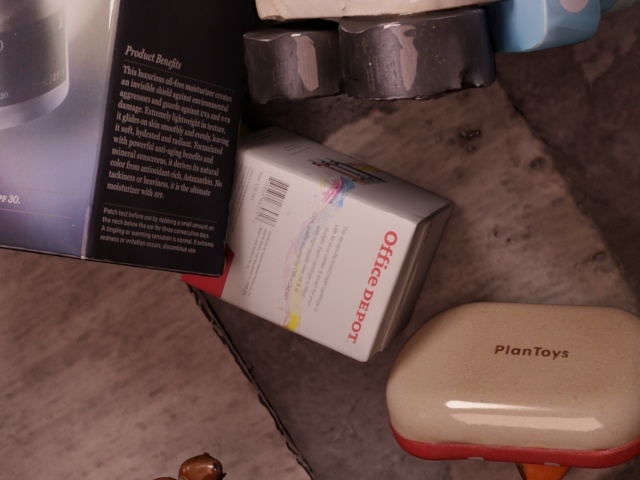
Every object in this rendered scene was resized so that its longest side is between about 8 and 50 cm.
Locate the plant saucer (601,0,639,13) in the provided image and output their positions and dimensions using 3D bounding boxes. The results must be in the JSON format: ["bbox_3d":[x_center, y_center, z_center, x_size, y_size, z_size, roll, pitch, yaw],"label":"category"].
[{"bbox_3d":[0.208,-0.273,1.366,0.195,0.037,0.195,4,103,18],"label":"plant saucer"}]

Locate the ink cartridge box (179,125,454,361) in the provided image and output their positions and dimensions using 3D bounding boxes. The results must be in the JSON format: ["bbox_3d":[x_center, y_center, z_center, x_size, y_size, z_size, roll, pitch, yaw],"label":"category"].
[{"bbox_3d":[0.000,0.000,1.444,0.176,0.127,0.128,24,107,14],"label":"ink cartridge box"}]

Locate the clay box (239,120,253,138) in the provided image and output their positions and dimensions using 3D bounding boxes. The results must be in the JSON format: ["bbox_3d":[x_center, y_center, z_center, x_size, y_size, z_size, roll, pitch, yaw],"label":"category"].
[{"bbox_3d":[-0.170,-0.117,1.518,0.222,0.053,0.127,46,112,4],"label":"clay box"}]

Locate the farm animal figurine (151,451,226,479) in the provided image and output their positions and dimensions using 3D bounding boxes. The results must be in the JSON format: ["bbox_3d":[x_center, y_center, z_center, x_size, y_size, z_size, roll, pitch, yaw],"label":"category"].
[{"bbox_3d":[-0.065,0.331,1.528,0.330,0.172,0.327,35,123,1],"label":"farm animal figurine"}]

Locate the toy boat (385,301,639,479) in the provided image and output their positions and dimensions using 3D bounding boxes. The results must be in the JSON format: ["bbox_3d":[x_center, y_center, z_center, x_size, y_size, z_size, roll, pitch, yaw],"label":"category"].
[{"bbox_3d":[0.171,0.143,1.429,0.231,0.151,0.151,2,131,18],"label":"toy boat"}]

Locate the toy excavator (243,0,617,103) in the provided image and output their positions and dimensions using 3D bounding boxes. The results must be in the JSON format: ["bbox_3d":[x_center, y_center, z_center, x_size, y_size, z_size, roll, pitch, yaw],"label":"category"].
[{"bbox_3d":[0.202,-0.243,1.252,0.433,0.445,0.222,9,110,60],"label":"toy excavator"}]

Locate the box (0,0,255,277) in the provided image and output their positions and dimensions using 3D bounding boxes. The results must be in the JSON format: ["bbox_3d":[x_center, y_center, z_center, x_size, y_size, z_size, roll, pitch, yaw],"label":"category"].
[{"bbox_3d":[-0.224,-0.136,1.387,0.296,0.182,0.294,6,87,34],"label":"box"}]
